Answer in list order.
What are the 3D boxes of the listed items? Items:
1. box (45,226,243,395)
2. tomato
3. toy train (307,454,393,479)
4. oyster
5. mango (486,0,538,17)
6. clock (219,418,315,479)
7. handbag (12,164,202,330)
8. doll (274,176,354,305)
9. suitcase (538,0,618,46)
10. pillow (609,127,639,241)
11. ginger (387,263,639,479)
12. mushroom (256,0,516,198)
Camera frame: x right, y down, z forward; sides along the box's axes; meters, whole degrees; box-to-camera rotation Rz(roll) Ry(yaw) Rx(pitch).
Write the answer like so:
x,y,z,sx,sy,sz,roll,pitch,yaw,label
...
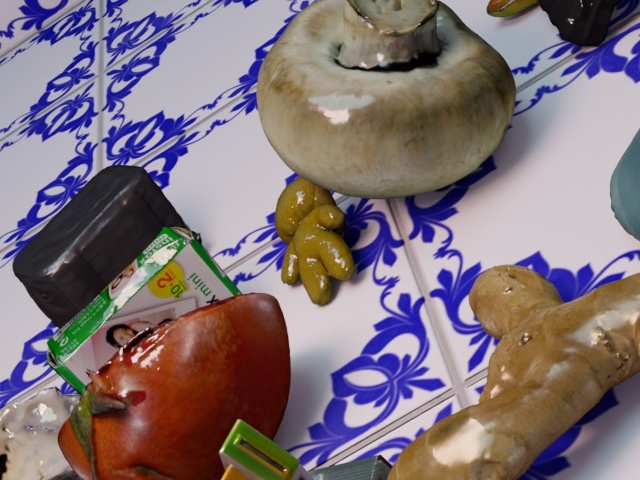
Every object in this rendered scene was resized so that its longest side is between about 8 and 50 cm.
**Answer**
x,y,z,sx,sy,sz,roll,pitch,yaw,label
-0.221,0.120,1.787,0.250,0.180,0.103,-44,26,-8,box
-0.141,0.207,1.572,0.309,0.309,0.170,-34,73,7,tomato
-0.095,0.318,1.472,0.409,0.089,0.086,-18,41,30,toy train
-0.437,0.314,1.828,0.271,0.100,0.275,-3,32,41,oyster
0.322,-0.402,2.041,0.187,0.066,0.101,-49,40,-10,mango
-0.036,0.328,1.172,0.166,0.309,0.235,-8,42,43,clock
-0.313,0.027,2.006,0.181,0.181,0.254,5,48,51,handbag
0.000,0.000,1.829,0.137,0.097,0.209,-57,36,33,doll
0.376,-0.429,1.851,0.206,0.066,0.285,-101,24,-57,suitcase
0.424,-0.083,1.476,0.214,0.086,0.233,11,56,46,pillow
0.238,0.125,1.338,0.348,0.122,0.363,-21,20,42,ginger
0.088,-0.203,1.781,0.352,0.260,0.352,3,39,-2,mushroom
